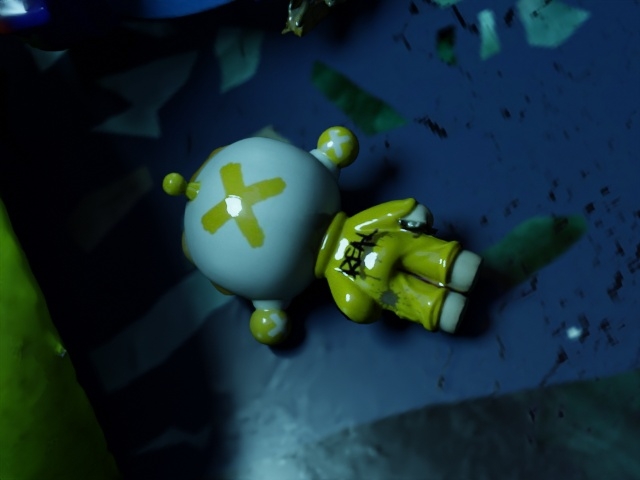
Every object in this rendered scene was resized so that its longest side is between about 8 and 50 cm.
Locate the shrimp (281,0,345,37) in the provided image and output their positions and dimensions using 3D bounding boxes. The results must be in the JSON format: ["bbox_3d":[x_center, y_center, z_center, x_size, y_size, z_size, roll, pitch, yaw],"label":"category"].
[{"bbox_3d":[0.055,-0.162,0.947,0.124,0.034,0.178,17,63,20],"label":"shrimp"}]

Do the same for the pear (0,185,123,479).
[{"bbox_3d":[-0.290,0.012,0.863,0.318,0.238,0.342,-25,62,-5],"label":"pear"}]

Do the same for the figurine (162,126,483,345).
[{"bbox_3d":[-0.001,0.005,0.876,0.101,0.068,0.143,-46,79,2],"label":"figurine"}]

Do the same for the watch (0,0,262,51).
[{"bbox_3d":[-0.085,-0.189,0.922,0.200,0.171,0.196,-24,49,4],"label":"watch"}]
